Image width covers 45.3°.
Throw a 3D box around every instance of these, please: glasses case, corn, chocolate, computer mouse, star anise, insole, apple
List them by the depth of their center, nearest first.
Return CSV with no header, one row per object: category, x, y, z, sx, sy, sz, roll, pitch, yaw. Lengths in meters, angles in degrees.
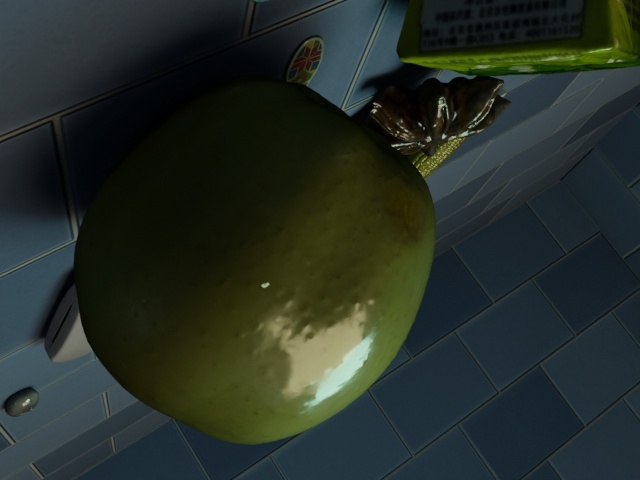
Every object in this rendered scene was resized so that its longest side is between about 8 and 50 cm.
apple,-0.076,0.016,0.993,0.473,0.474,0.474,-33,166,-9
chocolate,0.302,-0.316,1.108,0.300,0.137,0.288,4,-170,31
insole,-0.032,-0.236,1.128,0.065,0.006,0.193,-28,164,-26
glasses case,-0.402,0.129,1.340,0.113,0.075,0.297,-21,160,-43
star anise,0.201,-0.224,1.396,0.315,0.108,0.315,-15,171,-2
computer mouse,-0.630,0.348,1.622,0.066,0.039,0.096,-22,162,-43
corn,0.265,-0.214,1.770,0.080,0.080,0.238,-23,161,-42

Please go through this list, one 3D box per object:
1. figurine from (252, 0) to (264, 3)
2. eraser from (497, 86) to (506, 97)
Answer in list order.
figurine,-0.026,-0.289,0.695,0.114,0.144,0.178,-25,152,-49
eraser,0.364,-0.303,1.818,0.150,0.023,0.104,-29,166,-24
